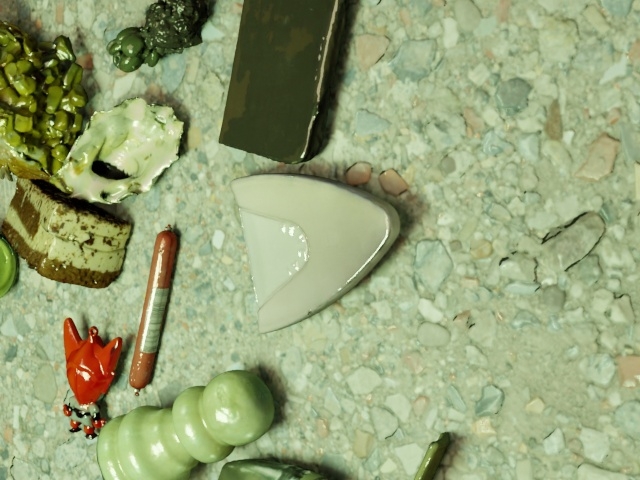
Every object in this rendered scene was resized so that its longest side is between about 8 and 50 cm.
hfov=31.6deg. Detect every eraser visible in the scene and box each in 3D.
[{"bbox_3d":[0.001,0.000,1.408,0.243,0.059,0.204,-13,85,36],"label":"eraser"}]

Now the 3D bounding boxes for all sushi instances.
[{"bbox_3d":[-0.451,-0.217,1.639,0.179,0.166,0.297,-41,63,52],"label":"sushi"}]

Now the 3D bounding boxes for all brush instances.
[{"bbox_3d":[0.102,0.363,1.368,0.048,0.054,0.282,26,107,20],"label":"brush"}]

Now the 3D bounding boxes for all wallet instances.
[{"bbox_3d":[-0.041,-0.257,1.432,0.165,0.042,0.310,17,100,33],"label":"wallet"}]

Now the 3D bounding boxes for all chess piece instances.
[{"bbox_3d":[-0.169,0.252,1.500,0.243,0.133,0.133,-31,76,26],"label":"chess piece"}]

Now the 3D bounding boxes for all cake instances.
[{"bbox_3d":[-0.374,-0.014,1.662,0.246,0.135,0.112,28,99,60],"label":"cake"}]

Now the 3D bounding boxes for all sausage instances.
[{"bbox_3d":[-0.235,0.100,1.583,0.034,0.034,0.253,20,103,30],"label":"sausage"}]

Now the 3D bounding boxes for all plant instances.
[{"bbox_3d":[-0.219,-0.282,1.529,0.174,0.087,0.085,-29,47,26],"label":"plant"}]

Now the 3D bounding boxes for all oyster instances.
[{"bbox_3d":[-0.274,-0.117,1.579,0.133,0.072,0.209,41,106,-1],"label":"oyster"}]

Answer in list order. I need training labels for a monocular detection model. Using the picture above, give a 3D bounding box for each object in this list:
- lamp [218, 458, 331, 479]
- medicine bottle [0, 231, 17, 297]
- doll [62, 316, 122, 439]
[{"bbox_3d":[-0.030,0.335,1.425,0.250,0.101,0.101,20,103,34],"label":"lamp"},{"bbox_3d":[-0.592,0.040,1.760,0.238,0.124,0.124,-1,92,34],"label":"medicine bottle"},{"bbox_3d":[-0.339,0.205,1.640,0.109,0.057,0.169,17,101,29],"label":"doll"}]
